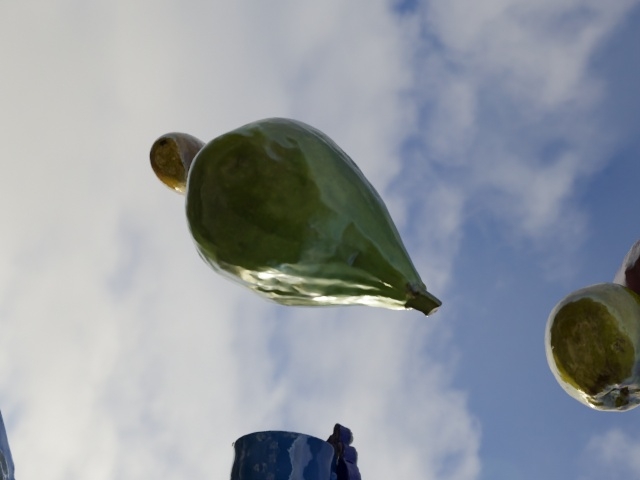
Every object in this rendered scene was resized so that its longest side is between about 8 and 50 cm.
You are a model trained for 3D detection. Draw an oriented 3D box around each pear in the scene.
[{"bbox_3d":[0.358,0.133,1.216,0.149,0.149,0.162,-56,-144,44],"label":"pear"}]

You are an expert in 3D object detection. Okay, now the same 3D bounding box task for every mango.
[{"bbox_3d":[-0.229,-0.133,1.795,0.099,0.228,0.136,-46,-124,18],"label":"mango"}]

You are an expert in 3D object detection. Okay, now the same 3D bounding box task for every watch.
[{"bbox_3d":[-0.051,0.371,1.496,0.196,0.200,0.171,-43,-145,36],"label":"watch"}]

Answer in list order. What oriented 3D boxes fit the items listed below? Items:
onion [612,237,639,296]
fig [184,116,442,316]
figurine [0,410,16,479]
[{"bbox_3d":[0.578,0.067,1.374,0.347,0.348,0.385,-54,-165,45],"label":"onion"},{"bbox_3d":[-0.025,0.004,1.171,0.314,0.233,0.233,60,-39,11],"label":"fig"},{"bbox_3d":[-0.209,0.177,0.512,0.183,0.129,0.208,107,-11,-66],"label":"figurine"}]
